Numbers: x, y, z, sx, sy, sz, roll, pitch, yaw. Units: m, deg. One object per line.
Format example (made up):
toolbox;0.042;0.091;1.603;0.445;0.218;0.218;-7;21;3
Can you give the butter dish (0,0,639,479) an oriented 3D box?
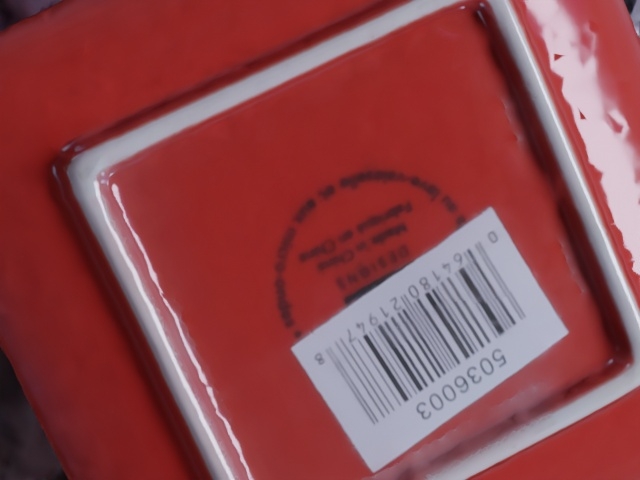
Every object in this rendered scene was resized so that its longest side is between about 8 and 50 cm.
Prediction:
butter dish;0.000;0.000;0.432;0.160;0.118;0.160;-27;102;-10

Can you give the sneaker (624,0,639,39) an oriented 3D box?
sneaker;0.095;-0.111;0.544;0.210;0.137;0.366;-91;-177;-66
